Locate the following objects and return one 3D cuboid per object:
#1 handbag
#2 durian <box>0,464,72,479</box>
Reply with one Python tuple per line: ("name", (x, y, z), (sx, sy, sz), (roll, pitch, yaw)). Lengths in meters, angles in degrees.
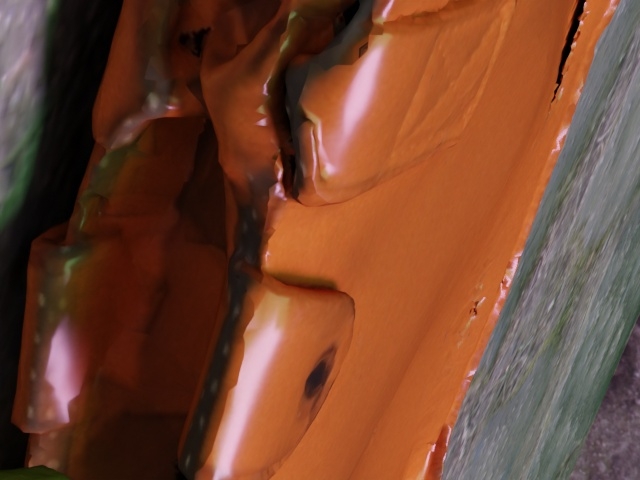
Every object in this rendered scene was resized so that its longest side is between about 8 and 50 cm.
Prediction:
("handbag", (0.000, 0.000, 0.697), (0.303, 0.116, 0.410), (-39, 150, -59))
("durian", (-0.138, 0.156, 0.505), (0.250, 0.101, 0.139), (-53, 162, -37))
